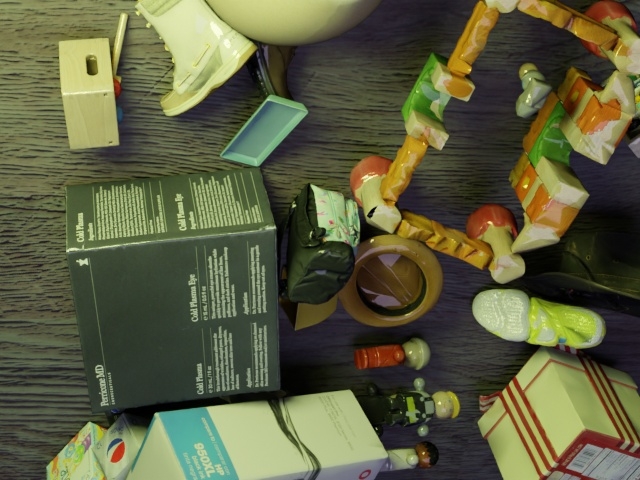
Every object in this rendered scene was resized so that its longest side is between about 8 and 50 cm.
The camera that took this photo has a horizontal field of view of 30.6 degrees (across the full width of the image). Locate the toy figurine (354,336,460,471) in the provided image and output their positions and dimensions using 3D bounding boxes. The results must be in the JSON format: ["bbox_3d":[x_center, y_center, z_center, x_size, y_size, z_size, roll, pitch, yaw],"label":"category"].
[{"bbox_3d":[0.146,0.301,2.108,0.148,0.209,0.213,-3,125,-24],"label":"toy figurine"}]

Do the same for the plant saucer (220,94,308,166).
[{"bbox_3d":[-0.087,-0.166,1.767,0.067,0.018,0.192,14,153,-22],"label":"plant saucer"}]

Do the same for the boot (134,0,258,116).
[{"bbox_3d":[-0.203,-0.278,1.666,0.165,0.077,0.213,47,140,-13],"label":"boot"}]

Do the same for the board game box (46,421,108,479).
[{"bbox_3d":[-0.350,0.475,2.163,0.275,0.144,0.142,31,114,-31],"label":"board game box"}]

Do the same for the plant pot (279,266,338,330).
[{"bbox_3d":[-0.016,0.094,1.997,0.083,0.081,0.081,-7,128,-21],"label":"plant pot"}]

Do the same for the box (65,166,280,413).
[{"bbox_3d":[-0.233,0.080,1.871,0.313,0.179,0.343,-6,127,-10],"label":"box"}]

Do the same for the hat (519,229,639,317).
[{"bbox_3d":[0.515,0.053,2.018,0.331,0.331,0.134,20,80,-25],"label":"hat"}]

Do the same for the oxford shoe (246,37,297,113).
[{"bbox_3d":[-0.064,-0.276,1.707,0.096,0.083,0.227,-25,134,-10],"label":"oxford shoe"}]

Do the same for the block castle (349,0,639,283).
[{"bbox_3d":[0.267,-0.189,1.772,0.303,0.213,0.453,22,113,-13],"label":"block castle"}]

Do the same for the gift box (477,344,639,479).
[{"bbox_3d":[0.456,0.345,2.179,0.276,0.258,0.255,25,117,-27],"label":"gift box"}]

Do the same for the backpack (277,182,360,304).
[{"bbox_3d":[0.000,0.000,1.865,0.115,0.182,0.152,21,131,-22],"label":"backpack"}]

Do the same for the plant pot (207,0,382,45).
[{"bbox_3d":[-0.006,-0.384,1.507,0.284,0.191,0.284,-7,108,-23],"label":"plant pot"}]

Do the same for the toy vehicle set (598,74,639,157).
[{"bbox_3d":[0.563,-0.260,1.808,0.267,0.166,0.035,-37,125,15],"label":"toy vehicle set"}]

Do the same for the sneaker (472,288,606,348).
[{"bbox_3d":[0.397,0.146,2.100,0.126,0.240,0.091,14,91,-65],"label":"sneaker"}]

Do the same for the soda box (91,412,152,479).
[{"bbox_3d":[-0.264,0.395,2.102,0.098,0.091,0.286,-48,140,14],"label":"soda box"}]

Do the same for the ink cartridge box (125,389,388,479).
[{"bbox_3d":[-0.121,0.423,2.019,0.395,0.166,0.285,-3,134,-34],"label":"ink cartridge box"}]

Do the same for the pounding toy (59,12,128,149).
[{"bbox_3d":[-0.316,-0.228,1.664,0.100,0.141,0.130,-5,142,-9],"label":"pounding toy"}]

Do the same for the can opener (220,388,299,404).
[{"bbox_3d":[-0.065,0.328,2.149,0.283,0.095,0.076,33,114,-31],"label":"can opener"}]

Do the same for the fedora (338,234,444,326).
[{"bbox_3d":[0.115,0.058,1.998,0.194,0.079,0.194,-4,122,-6],"label":"fedora"}]

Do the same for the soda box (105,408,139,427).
[{"bbox_3d":[-0.357,0.296,2.078,0.053,0.060,0.169,-16,130,-9],"label":"soda box"}]
